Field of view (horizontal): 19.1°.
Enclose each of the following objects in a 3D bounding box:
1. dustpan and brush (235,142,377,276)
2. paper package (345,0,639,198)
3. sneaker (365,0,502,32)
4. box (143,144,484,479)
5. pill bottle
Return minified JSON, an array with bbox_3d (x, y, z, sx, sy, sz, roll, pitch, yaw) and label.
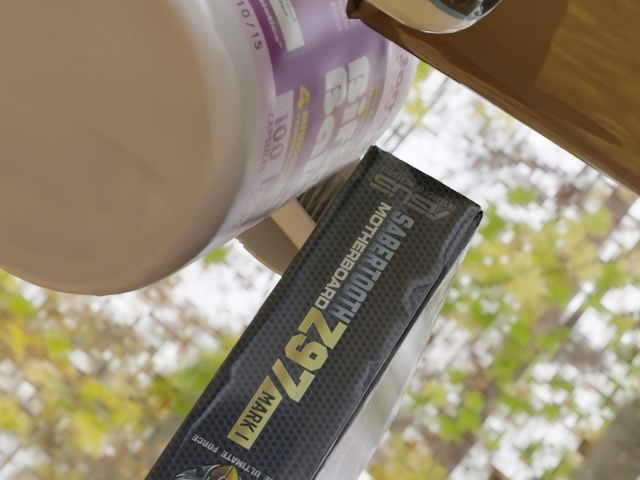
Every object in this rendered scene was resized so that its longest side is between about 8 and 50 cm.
[{"bbox_3d":[0.000,0.000,1.137,0.147,0.060,0.211,-10,-55,46],"label":"dustpan and brush"},{"bbox_3d":[0.220,-0.160,0.840,0.325,0.309,0.168,30,-26,-15],"label":"paper package"},{"bbox_3d":[-0.048,-0.134,0.511,0.237,0.085,0.086,39,-51,-4],"label":"sneaker"},{"bbox_3d":[-0.015,0.090,0.818,0.059,0.183,0.232,31,-27,9],"label":"box"},{"bbox_3d":[-0.051,-0.093,0.903,0.169,0.169,0.301,37,28,9],"label":"pill bottle"}]
